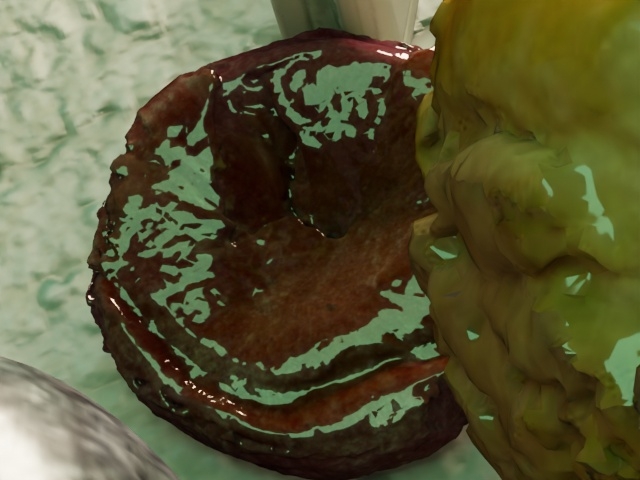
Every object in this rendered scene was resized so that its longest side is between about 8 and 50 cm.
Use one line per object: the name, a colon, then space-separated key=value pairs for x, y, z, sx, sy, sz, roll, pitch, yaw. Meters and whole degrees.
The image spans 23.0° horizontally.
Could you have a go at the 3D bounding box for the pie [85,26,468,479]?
pie: x=0.000 y=0.000 z=0.584 sx=0.182 sy=0.049 sz=0.182 roll=-5 pitch=65 yaw=10

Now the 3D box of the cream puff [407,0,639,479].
cream puff: x=0.189 y=-0.004 z=0.407 sx=0.327 sy=0.231 sz=0.343 roll=-14 pitch=13 yaw=-9

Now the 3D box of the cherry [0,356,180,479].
cherry: x=-0.132 y=0.159 z=0.414 sx=0.255 sy=0.218 sz=0.296 roll=-9 pitch=45 yaw=5

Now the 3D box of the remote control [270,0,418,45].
remote control: x=0.021 y=-0.204 z=0.690 sx=0.056 sy=0.103 sz=0.277 roll=1 pitch=57 yaw=14
